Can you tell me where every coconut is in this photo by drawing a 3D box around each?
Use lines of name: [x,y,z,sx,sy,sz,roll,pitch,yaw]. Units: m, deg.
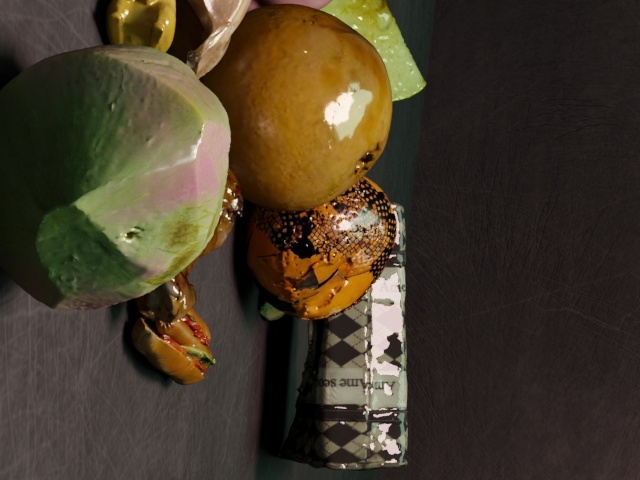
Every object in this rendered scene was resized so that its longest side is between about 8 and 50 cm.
coconut: [-0.053,0.055,2.168,0.133,0.055,0.158,54,42,-71]
coconut: [-0.175,-0.056,1.120,0.204,0.236,0.236,56,20,-9]

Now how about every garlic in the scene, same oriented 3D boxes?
garlic: [-0.135,-0.244,1.504,0.124,0.099,0.174,-45,176,-31]

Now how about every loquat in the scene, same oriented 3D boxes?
loquat: [-0.040,-0.162,1.721,0.263,0.263,0.263,4,90,-79]

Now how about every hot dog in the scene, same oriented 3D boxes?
hot dog: [-0.164,0.114,1.592,0.235,0.062,0.092,57,35,-73]

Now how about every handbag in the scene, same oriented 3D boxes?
handbag: [0.034,0.160,2.236,0.317,0.180,0.416,161,-69,-74]

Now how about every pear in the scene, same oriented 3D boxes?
pear: [-0.006,-0.307,2.034,0.239,0.139,0.288,-28,93,-50]

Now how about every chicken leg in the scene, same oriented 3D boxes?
chicken leg: [-0.151,-0.005,1.523,0.107,0.087,0.251,45,32,-25]

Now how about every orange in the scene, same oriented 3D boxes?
orange: [0.000,0.000,1.983,0.182,0.234,0.234,-126,-158,-45]

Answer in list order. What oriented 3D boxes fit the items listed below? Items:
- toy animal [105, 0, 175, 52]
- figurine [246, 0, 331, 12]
toy animal: [-0.172,-0.260,1.401,0.083,0.070,0.159,110,-8,-62]
figurine: [-0.043,-0.376,1.796,0.173,0.173,0.173,4,90,-79]
